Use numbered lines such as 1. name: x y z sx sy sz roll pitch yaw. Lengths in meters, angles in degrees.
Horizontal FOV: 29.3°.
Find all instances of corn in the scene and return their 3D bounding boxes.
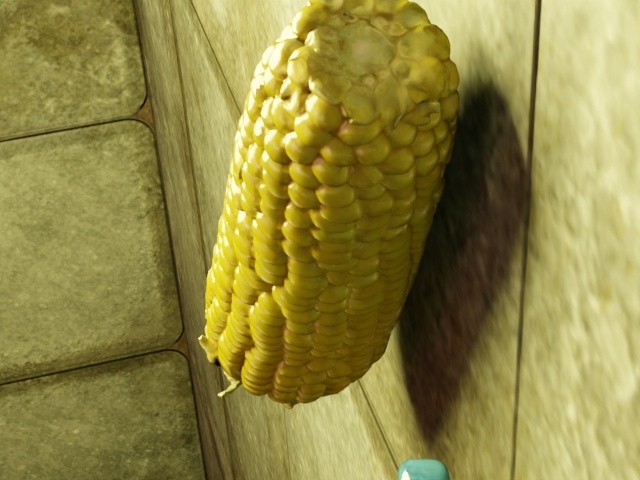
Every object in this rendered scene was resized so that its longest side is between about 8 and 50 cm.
1. corn: 0.001 -0.005 0.508 0.260 0.091 0.091 108 165 -64

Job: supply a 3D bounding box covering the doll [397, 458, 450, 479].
1. doll: 0.049 0.254 0.398 0.199 0.145 0.363 121 143 -82
